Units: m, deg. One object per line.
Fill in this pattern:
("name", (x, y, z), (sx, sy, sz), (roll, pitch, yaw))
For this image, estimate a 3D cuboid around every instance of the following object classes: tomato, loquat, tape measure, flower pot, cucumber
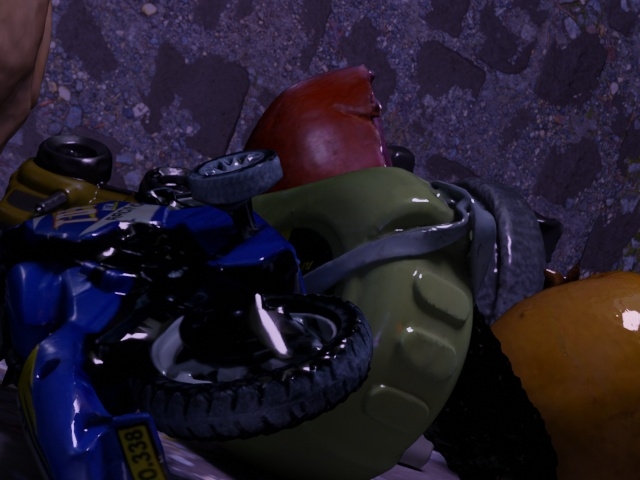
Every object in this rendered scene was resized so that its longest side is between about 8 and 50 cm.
("tomato", (-0.004, -0.003, 1.169), (0.176, 0.334, 0.289), (-10, -26, 0))
("loquat", (0.222, 0.122, 1.052), (0.208, 0.208, 0.208), (21, -1, 1))
("tape measure", (0.006, 0.046, 0.708), (0.200, 0.175, 0.106), (-13, -33, 43))
("flower pot", (0.121, 0.045, 1.487), (0.283, 0.299, 0.299), (14, 1, -23))
("cucumber", (0.107, 0.120, 0.858), (0.081, 0.072, 0.303), (59, 4, 39))

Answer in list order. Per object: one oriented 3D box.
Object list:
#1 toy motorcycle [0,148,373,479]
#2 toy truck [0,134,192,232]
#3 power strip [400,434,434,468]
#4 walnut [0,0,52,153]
("toy motorcycle", (-0.088, 0.033, 0.584), (0.169, 0.113, 0.315), (-17, 18, -12))
("toy truck", (-0.208, 0.005, 1.194), (0.224, 0.147, 0.165), (21, 26, 17))
("power strip", (-0.003, 0.124, 0.972), (0.192, 0.035, 0.081), (23, -2, -28))
("walnut", (-0.376, -0.169, 0.935), (0.381, 0.381, 0.381), (21, -1, 1))
